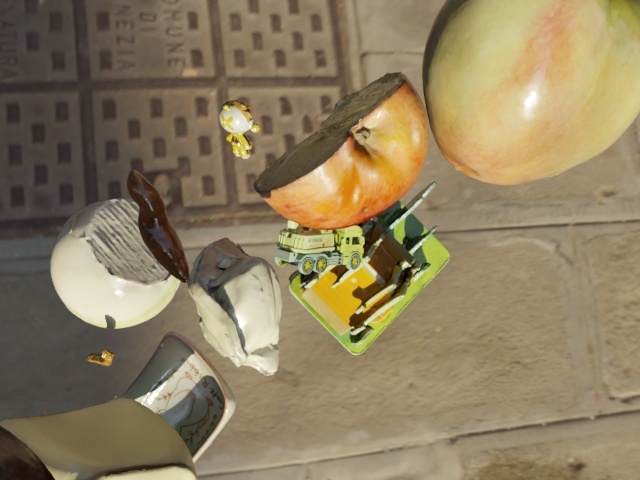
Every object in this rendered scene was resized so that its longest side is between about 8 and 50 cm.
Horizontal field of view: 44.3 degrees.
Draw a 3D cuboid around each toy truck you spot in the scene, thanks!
[{"bbox_3d":[0.000,0.000,1.350,0.169,0.077,0.100,-3,103,-42],"label":"toy truck"}]

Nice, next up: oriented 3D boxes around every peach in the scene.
[{"bbox_3d":[0.257,-0.202,0.959,0.292,0.292,0.247,-43,51,-18],"label":"peach"}]

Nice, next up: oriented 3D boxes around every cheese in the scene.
[{"bbox_3d":[-0.285,0.278,0.952,0.233,0.266,0.127,25,98,34],"label":"cheese"}]

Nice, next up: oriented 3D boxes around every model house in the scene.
[{"bbox_3d":[0.146,0.049,1.641,0.357,0.313,0.242,-43,95,-12],"label":"model house"}]

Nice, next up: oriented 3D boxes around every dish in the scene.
[{"bbox_3d":[-0.207,0.249,1.110,0.151,0.077,0.212,45,104,25],"label":"dish"}]

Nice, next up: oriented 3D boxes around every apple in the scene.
[{"bbox_3d":[0.059,-0.115,1.236,0.293,0.251,0.163,-44,109,-11],"label":"apple"}]

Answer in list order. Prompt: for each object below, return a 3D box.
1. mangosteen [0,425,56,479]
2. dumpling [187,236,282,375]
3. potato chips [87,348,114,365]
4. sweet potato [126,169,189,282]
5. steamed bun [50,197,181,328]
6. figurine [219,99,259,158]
[{"bbox_3d":[-0.355,0.294,0.647,0.306,0.359,0.306,8,59,-13],"label":"mangosteen"},{"bbox_3d":[-0.110,0.081,1.018,0.118,0.136,0.199,-32,66,17],"label":"dumpling"},{"bbox_3d":[-0.479,0.257,1.721,0.037,0.204,0.026,28,71,-18],"label":"potato chips"},{"bbox_3d":[-0.266,-0.019,1.278,0.058,0.055,0.202,-24,102,-3],"label":"sweet potato"},{"bbox_3d":[-0.476,0.069,1.804,0.309,0.309,0.309,3,78,-14],"label":"steamed bun"},{"bbox_3d":[-0.189,-0.251,1.766,0.101,0.143,0.068,38,55,10],"label":"figurine"}]
